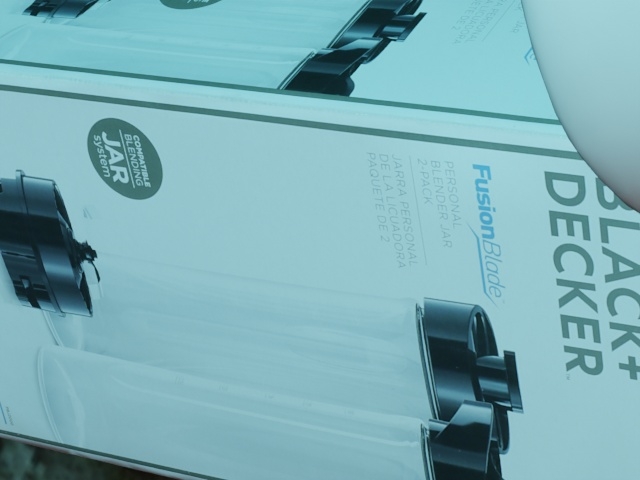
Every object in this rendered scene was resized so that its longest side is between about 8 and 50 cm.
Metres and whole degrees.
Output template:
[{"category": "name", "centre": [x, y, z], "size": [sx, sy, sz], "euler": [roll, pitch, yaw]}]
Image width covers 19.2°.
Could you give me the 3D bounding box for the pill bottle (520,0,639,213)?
[{"category": "pill bottle", "centre": [0.252, -0.087, 0.289], "size": [0.407, 0.229, 0.229], "euler": [8, 127, 27]}]

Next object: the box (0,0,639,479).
[{"category": "box", "centre": [0.000, 0.000, 0.617], "size": [0.290, 0.087, 0.169], "euler": [9, 128, 27]}]
